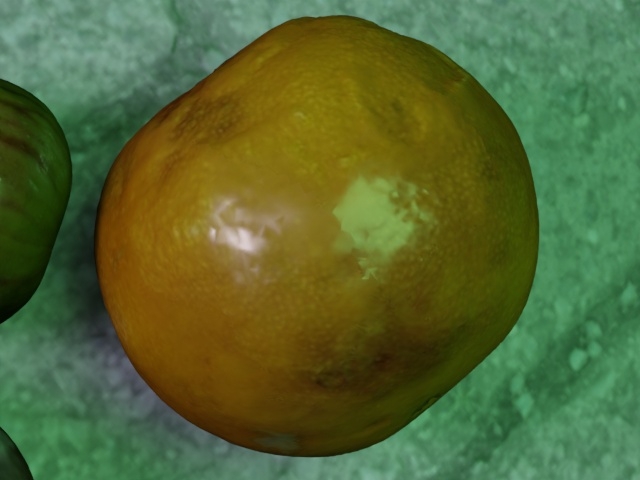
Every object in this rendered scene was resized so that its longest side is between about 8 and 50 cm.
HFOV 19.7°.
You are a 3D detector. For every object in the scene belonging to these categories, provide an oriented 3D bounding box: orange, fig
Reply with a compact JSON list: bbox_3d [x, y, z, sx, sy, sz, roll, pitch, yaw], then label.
[{"bbox_3d":[0.000,0.000,1.058,0.261,0.261,0.261,6,78,-30],"label":"orange"},{"bbox_3d":[-0.263,-0.037,0.982,0.259,0.151,0.151,16,73,-23],"label":"fig"}]

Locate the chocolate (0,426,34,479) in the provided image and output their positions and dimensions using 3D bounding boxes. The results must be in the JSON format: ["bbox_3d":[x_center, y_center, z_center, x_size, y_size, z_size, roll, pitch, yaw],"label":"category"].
[{"bbox_3d":[-0.245,0.108,0.933,0.254,0.157,0.080,25,109,-32],"label":"chocolate"}]
